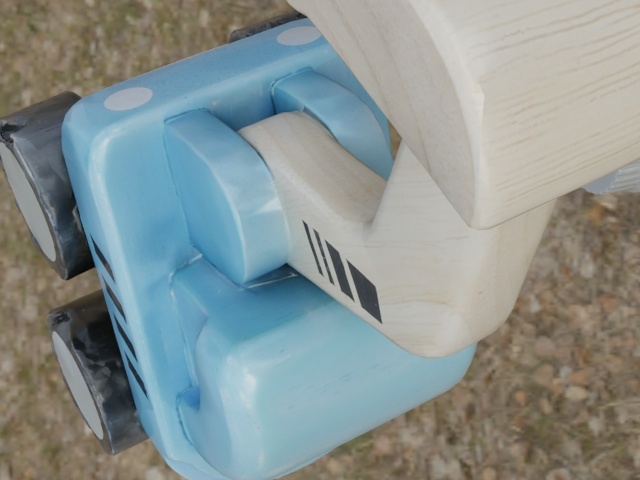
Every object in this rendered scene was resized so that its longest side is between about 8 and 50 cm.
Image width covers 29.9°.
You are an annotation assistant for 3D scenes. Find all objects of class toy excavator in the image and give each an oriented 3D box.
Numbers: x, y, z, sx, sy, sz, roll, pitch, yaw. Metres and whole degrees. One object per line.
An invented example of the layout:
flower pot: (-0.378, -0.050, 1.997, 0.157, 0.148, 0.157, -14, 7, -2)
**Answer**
toy excavator: (0.000, 0.000, 0.625, 0.445, 0.222, 0.433, 38, 145, 49)

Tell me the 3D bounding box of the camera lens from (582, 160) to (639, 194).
camera lens: (0.342, -0.171, 1.049, 0.219, 0.274, 0.219, 163, 90, -81)
